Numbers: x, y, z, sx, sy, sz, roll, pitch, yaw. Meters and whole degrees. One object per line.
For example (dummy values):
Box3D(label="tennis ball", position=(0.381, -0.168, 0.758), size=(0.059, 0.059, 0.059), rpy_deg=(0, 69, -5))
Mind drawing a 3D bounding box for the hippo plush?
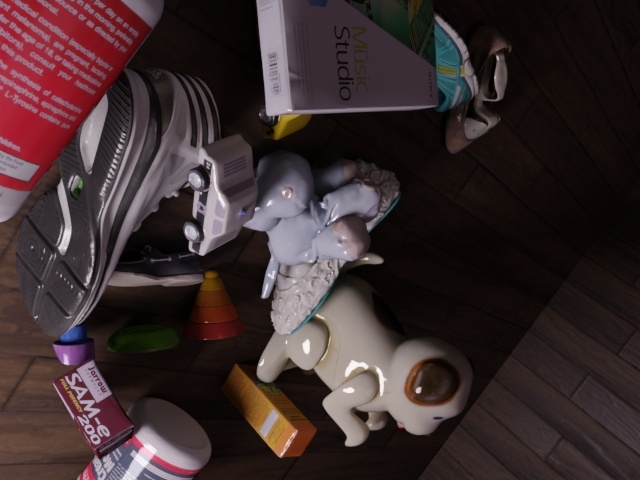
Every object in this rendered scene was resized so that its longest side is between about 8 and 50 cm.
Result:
Box3D(label="hippo plush", position=(-0.062, -0.079, 1.229), size=(0.294, 0.234, 0.236), rpy_deg=(-22, 138, 34))

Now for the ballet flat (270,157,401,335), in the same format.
Box3D(label="ballet flat", position=(0.000, 0.000, 1.410), size=(0.409, 0.147, 0.147), rpy_deg=(-53, 145, -1))

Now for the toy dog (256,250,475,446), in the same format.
Box3D(label="toy dog", position=(0.140, 0.260, 1.507), size=(0.395, 0.408, 0.284), rpy_deg=(-62, 154, -1))

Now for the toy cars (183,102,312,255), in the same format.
Box3D(label="toy cars", position=(-0.080, -0.142, 1.011), size=(0.394, 0.087, 0.176), rpy_deg=(-58, 157, -1))

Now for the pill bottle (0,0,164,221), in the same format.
Box3D(label="pill bottle", position=(-0.320, -0.240, 0.730), size=(0.408, 0.229, 0.229), rpy_deg=(-52, 145, 3))

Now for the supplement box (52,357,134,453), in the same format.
Box3D(label="supplement box", position=(-0.378, 0.291, 1.147), size=(0.073, 0.130, 0.239), rpy_deg=(-31, 170, -25))

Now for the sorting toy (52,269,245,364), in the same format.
Box3D(label="sorting toy", position=(-0.298, 0.127, 1.225), size=(0.365, 0.127, 0.126), rpy_deg=(-5, 96, -42))

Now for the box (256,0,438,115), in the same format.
Box3D(label="box", position=(0.049, -0.303, 0.980), size=(0.322, 0.058, 0.232), rpy_deg=(-13, 101, -43))

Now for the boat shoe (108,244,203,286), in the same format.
Box3D(label="boat shoe", position=(-0.296, 0.043, 1.175), size=(0.206, 0.075, 0.065), rpy_deg=(5, 73, -43))

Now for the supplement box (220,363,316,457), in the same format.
Box3D(label="supplement box", position=(-0.117, 0.369, 1.496), size=(0.078, 0.233, 0.080), rpy_deg=(17, 105, -52))

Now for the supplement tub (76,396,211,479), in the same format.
Box3D(label="supplement tub", position=(-0.364, 0.471, 1.355), size=(0.272, 0.191, 0.191), rpy_deg=(-53, 144, 4))

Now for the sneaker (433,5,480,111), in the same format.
Box3D(label="sneaker", position=(0.234, -0.354, 1.341), size=(0.110, 0.107, 0.275), rpy_deg=(-32, 138, 7))

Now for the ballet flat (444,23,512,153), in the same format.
Box3D(label="ballet flat", position=(0.349, -0.310, 1.498), size=(0.107, 0.106, 0.316), rpy_deg=(-26, 138, -29))

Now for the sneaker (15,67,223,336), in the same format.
Box3D(label="sneaker", position=(-0.271, -0.048, 1.013), size=(0.257, 0.169, 0.447), rpy_deg=(-13, 141, -53))

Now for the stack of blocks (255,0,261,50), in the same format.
Box3D(label="stack of blocks", position=(0.039, -0.381, 1.114), size=(0.297, 0.087, 0.171), rpy_deg=(-29, 140, -27))
